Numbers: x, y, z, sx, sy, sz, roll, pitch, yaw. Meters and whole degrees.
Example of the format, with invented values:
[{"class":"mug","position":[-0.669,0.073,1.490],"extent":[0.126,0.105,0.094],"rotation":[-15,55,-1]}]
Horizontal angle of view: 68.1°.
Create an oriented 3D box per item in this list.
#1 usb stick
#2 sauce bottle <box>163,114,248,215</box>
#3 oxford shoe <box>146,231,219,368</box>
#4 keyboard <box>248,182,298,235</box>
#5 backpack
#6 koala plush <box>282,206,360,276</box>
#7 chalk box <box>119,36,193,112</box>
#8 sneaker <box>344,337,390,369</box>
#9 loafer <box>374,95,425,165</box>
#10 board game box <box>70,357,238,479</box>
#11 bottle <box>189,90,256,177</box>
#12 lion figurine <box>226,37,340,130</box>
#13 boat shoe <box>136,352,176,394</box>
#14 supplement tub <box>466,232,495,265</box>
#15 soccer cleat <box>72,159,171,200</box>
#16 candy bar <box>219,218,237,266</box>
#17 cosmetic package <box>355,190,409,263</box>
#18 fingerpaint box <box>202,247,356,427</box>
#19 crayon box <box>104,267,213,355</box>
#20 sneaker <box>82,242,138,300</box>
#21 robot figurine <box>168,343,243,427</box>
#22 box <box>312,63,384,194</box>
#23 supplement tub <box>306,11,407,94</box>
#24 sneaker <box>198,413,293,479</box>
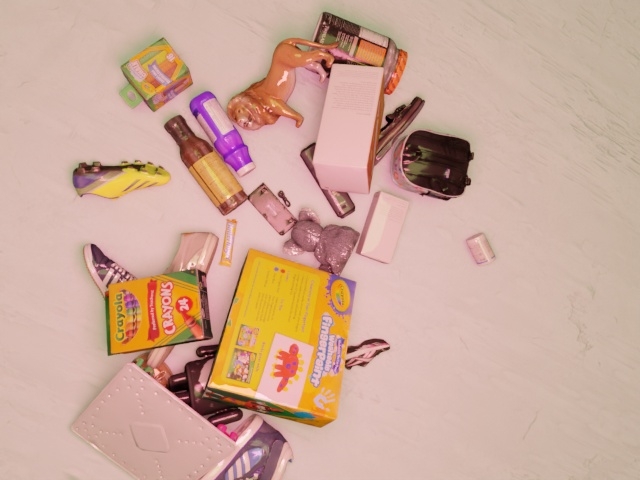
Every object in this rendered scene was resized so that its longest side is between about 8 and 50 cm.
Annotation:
[{"class":"usb stick","position":[0.026,-0.206,1.637],"extent":[0.077,0.045,0.277],"rotation":[-32,95,-11]},{"class":"sauce bottle","position":[-0.372,-0.246,1.527],"extent":[0.111,0.111,0.344],"rotation":[-36,96,-10]},{"class":"oxford shoe","position":[-0.453,0.172,1.476],"extent":[0.130,0.169,0.448],"rotation":[20,80,-7]},{"class":"keyboard","position":[-0.152,-0.114,1.612],"extent":[0.108,0.023,0.180],"rotation":[-42,97,-3]},{"class":"backpack","position":[0.366,-0.262,1.630],"extent":[0.254,0.191,0.224],"rotation":[11,86,-19]},{"class":"koala plush","position":[0.000,0.000,1.565],"extent":[0.221,0.203,0.196],"rotation":[27,83,3]},{"class":"chalk box","position":[-0.531,-0.506,1.493],"extent":[0.213,0.132,0.132],"rotation":[-40,95,-10]},{"class":"sneaker","position":[0.155,0.396,1.642],"extent":[0.179,0.072,0.077],"rotation":[-13,103,-3]},{"class":"loafer","position":[0.247,-0.399,1.659],"extent":[0.095,0.109,0.302],"rotation":[39,85,-3]},{"class":"board game box","position":[-0.496,0.570,1.409],"extent":[0.390,0.050,0.390],"rotation":[42,116,-7]},{"class":"bottle","position":[-0.313,-0.340,1.538],"extent":[0.092,0.118,0.282],"rotation":[-34,94,-10]},{"class":"lion figurine","position":[-0.125,-0.509,1.515],"extent":[0.240,0.142,0.392],"rotation":[29,111,-7]},{"class":"boat shoe","position":[-0.502,0.489,1.490],"extent":[0.105,0.089,0.285],"rotation":[-26,93,-11]},{"class":"supplement tub","position":[0.585,0.033,1.726],"extent":[0.071,0.071,0.107],"rotation":[-27,93,-11]},{"class":"soccer cleat","position":[-0.625,-0.185,1.503],"extent":[0.290,0.093,0.121],"rotation":[-2,119,-15]},{"class":"candy bar","position":[-0.306,0.006,1.580],"extent":[0.040,0.018,0.161],"rotation":[9,87,-11]},{"class":"cosmetic package","position":[0.215,-0.044,1.651],"extent":[0.118,0.085,0.230],"rotation":[20,86,-10]},{"class":"fingerpaint box","position":[-0.110,0.294,1.447],"extent":[0.372,0.163,0.444],"rotation":[17,56,-10]},{"class":"crayon box","position":[-0.482,0.209,1.354],"extent":[0.319,0.081,0.202],"rotation":[-11,75,5]},{"class":"sneaker","position":[-0.609,0.117,1.475],"extent":[0.153,0.099,0.282],"rotation":[-24,100,-6]},{"class":"robot figurine","position":[-0.325,0.446,1.473],"extent":[0.279,0.174,0.208],"rotation":[-6,98,-20]},{"class":"box","position":[0.099,-0.352,1.520],"extent":[0.169,0.215,0.344],"rotation":[8,75,10]},{"class":"supplement tub","position":[0.118,-0.617,1.593],"extent":[0.316,0.193,0.193],"rotation":[19,85,-10]},{"class":"sneaker","position":[-0.233,0.746,1.502],"extent":[0.323,0.130,0.236],"rotation":[-44,97,-22]}]
